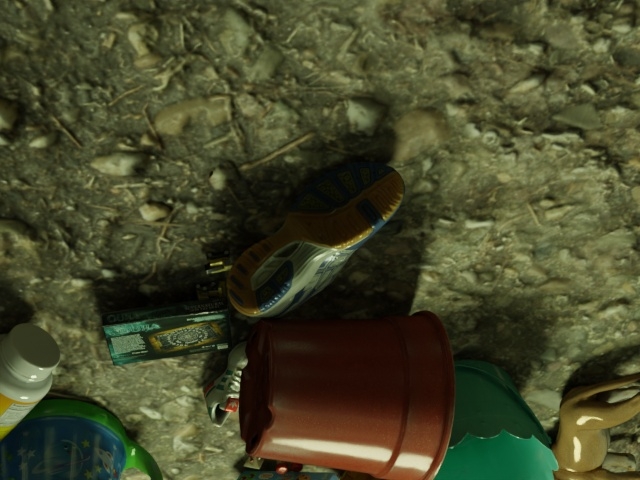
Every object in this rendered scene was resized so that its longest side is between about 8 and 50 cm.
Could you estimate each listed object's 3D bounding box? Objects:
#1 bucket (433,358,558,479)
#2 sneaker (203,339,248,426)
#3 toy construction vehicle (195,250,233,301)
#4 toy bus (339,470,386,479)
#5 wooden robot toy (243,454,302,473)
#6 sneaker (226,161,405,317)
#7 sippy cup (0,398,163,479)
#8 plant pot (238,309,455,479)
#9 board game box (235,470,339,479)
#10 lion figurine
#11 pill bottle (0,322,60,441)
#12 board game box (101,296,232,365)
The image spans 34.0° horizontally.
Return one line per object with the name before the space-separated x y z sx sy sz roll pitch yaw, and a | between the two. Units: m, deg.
bucket | 0.242 0.346 1.778 0.281 0.183 0.281 -7 131 -8
sneaker | -0.133 0.231 1.665 0.057 0.075 0.161 20 124 -27
toy construction vehicle | -0.136 0.058 1.541 0.098 0.035 0.086 -6 131 -8
toy bus | 0.118 0.514 1.918 0.220 0.149 0.211 34 157 8
wooden robot toy | -0.048 0.344 1.790 0.173 0.076 0.079 -6 120 -8
sneaker | 0.000 0.000 1.495 0.296 0.112 0.131 -37 158 9
sippy cup | -0.419 0.410 1.657 0.305 0.224 0.240 -22 131 7
plant pot | 0.026 0.229 1.569 0.265 0.272 0.272 6 129 -16
board game box | -0.032 0.473 1.817 0.211 0.039 0.160 -8 115 40
lion figurine | 0.481 0.362 1.898 0.240 0.142 0.392 1 116 -3
pill bottle | -0.478 0.219 1.549 0.117 0.117 0.215 30 118 -32
board game box | -0.227 0.137 1.576 0.186 0.026 0.126 -7 146 -7
